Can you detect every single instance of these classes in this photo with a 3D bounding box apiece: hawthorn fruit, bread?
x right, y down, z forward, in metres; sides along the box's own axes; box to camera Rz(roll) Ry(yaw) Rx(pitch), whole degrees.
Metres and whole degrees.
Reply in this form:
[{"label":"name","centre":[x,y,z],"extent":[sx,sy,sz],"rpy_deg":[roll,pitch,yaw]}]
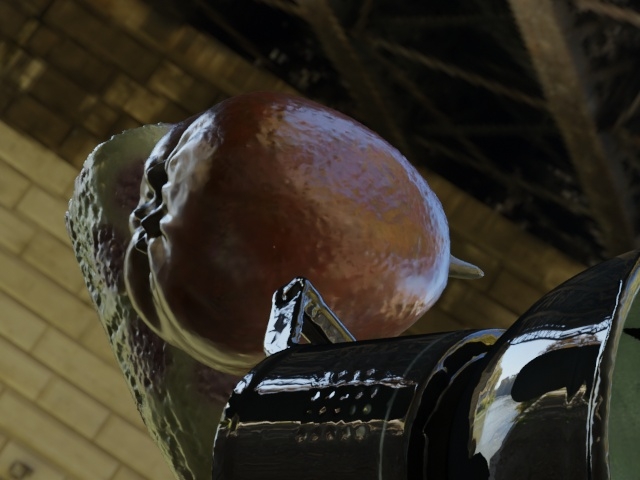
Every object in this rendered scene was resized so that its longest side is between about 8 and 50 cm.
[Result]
[{"label":"hawthorn fruit","centre":[0.000,0.000,0.967],"extent":[0.251,0.199,0.199],"rpy_deg":[8,-4,-22]},{"label":"bread","centre":[-0.121,0.068,1.384],"extent":[0.338,0.155,0.187],"rpy_deg":[62,-38,23]}]

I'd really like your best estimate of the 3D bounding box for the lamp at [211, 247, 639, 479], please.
[{"label":"lamp","centre":[0.045,0.084,0.494],"extent":[0.227,0.172,0.147],"rpy_deg":[-12,-53,46]}]
